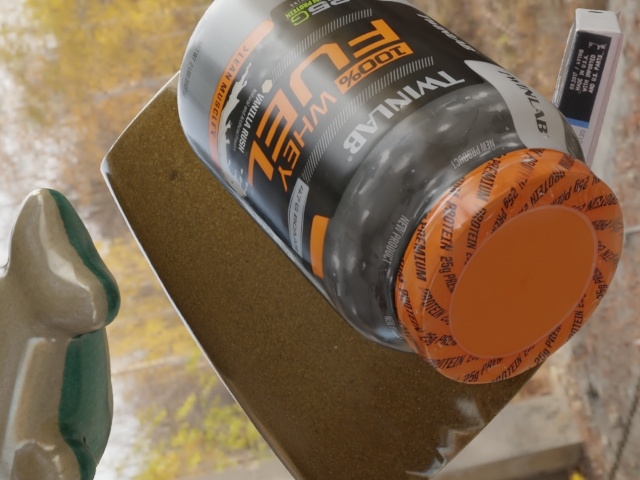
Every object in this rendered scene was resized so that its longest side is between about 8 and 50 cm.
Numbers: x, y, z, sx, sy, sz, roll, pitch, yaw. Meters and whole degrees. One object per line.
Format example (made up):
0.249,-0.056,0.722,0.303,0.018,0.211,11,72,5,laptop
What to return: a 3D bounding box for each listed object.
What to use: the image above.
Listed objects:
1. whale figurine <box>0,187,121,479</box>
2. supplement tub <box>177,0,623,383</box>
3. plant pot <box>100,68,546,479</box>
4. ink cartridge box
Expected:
-0.197,0.079,0.895,0.216,0.141,0.272,56,132,24,whale figurine
0.028,-0.033,0.524,0.190,0.117,0.117,45,151,46,supplement tub
0.000,0.000,0.778,0.254,0.237,0.237,44,175,-3,plant pot
0.220,-0.096,1.116,0.208,0.045,0.206,-49,-29,-70,ink cartridge box
